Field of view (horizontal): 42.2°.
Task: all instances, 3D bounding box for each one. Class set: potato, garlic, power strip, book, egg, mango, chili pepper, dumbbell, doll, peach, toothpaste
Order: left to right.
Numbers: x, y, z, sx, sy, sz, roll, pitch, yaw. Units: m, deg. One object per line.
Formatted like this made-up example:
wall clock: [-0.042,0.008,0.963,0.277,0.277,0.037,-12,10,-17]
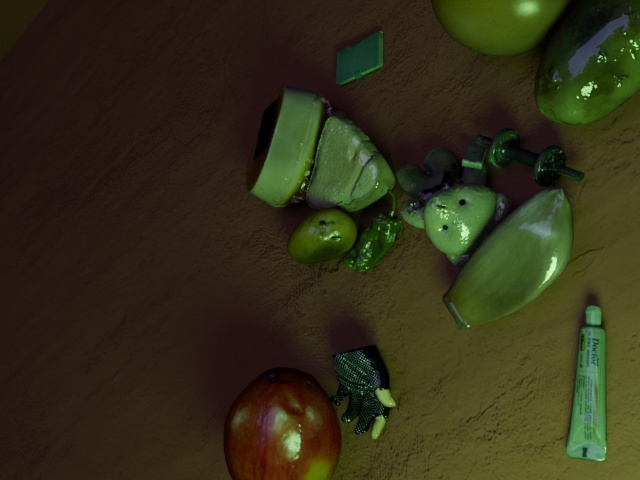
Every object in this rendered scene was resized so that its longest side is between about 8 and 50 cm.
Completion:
peach: [-0.077,0.387,1.674,0.238,0.281,0.281,-2,66,-1]
mango: [0.000,0.000,1.844,0.195,0.137,0.098,-46,49,51]
book: [0.094,-0.437,2.005,0.135,0.017,0.103,-18,59,38]
chili pepper: [0.128,-0.012,1.763,0.072,0.073,0.204,51,123,24]
doll: [0.241,-0.091,1.639,0.175,0.149,0.278,-57,37,21]
power strip: [0.306,-0.167,1.649,0.040,0.090,0.016,11,121,13]
egg: [0.354,-0.483,1.600,0.322,0.250,0.250,35,99,53]
garlic: [0.350,0.045,1.495,0.318,0.112,0.143,-48,69,17]
dumbbell: [0.388,-0.158,1.563,0.254,0.082,0.081,31,96,46]
toothpaste: [0.447,0.234,1.379,0.067,0.037,0.255,-3,75,38]
potato: [0.502,-0.338,1.460,0.307,0.173,0.210,-49,49,15]

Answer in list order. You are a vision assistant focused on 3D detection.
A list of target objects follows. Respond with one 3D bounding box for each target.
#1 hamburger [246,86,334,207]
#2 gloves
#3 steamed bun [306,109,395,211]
hamburger: [-0.073,-0.222,1.985,0.227,0.151,0.295,7,82,69]
gloves: [0.092,0.305,1.660,0.129,0.106,0.180,-16,81,17]
steamed bun: [0.082,-0.147,1.840,0.212,0.110,0.231,34,115,40]
